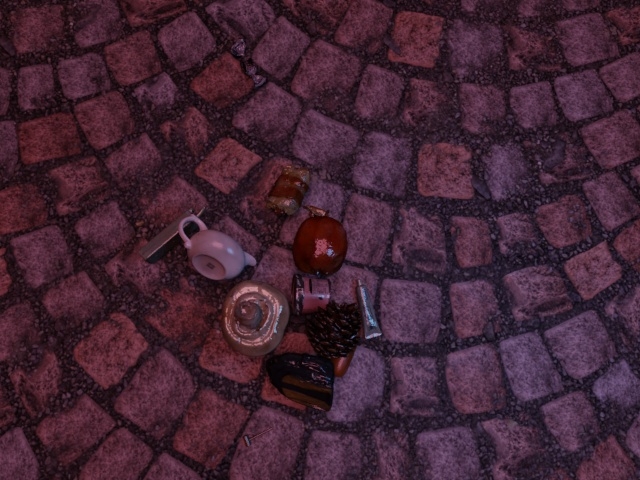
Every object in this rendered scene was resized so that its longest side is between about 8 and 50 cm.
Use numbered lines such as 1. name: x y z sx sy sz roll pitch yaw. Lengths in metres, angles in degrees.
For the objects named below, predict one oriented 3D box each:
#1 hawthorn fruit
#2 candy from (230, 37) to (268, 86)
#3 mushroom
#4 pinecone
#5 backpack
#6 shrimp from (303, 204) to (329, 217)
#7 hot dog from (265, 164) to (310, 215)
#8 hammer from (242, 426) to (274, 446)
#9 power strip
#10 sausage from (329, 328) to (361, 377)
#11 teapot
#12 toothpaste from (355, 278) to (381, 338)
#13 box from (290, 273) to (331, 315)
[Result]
1. hawthorn fruit: 0.000 0.000 1.705 0.205 0.205 0.254 5 69 -1
2. candy: -0.291 -0.721 1.918 0.093 0.051 0.226 -25 80 -10
3. mushroom: -0.226 0.258 1.618 0.253 0.234 0.260 -35 81 -12
4. pinecone: 0.047 0.289 1.579 0.184 0.179 0.205 4 112 -18
5. backpack: -0.070 0.465 1.613 0.258 0.206 0.133 11 33 11
6. shrimp: -0.021 -0.099 1.809 0.108 0.023 0.059 19 87 3
7. hot dog: -0.117 -0.186 1.789 0.146 0.103 0.213 21 68 24
8. hammer: -0.213 0.674 1.640 0.110 0.019 0.036 -24 80 -9
9. power strip: -0.534 -0.029 1.742 0.288 0.093 0.053 -41 80 -9
10. sausage: 0.086 0.387 1.682 0.076 0.076 0.198 24 77 3
11. teapot: -0.378 0.031 1.678 0.300 0.208 0.166 47 55 -11
12. toothpaste: 0.167 0.248 1.734 0.064 0.041 0.218 -13 82 -10
13. box: -0.032 0.195 1.685 0.135 0.151 0.151 2 78 -9
